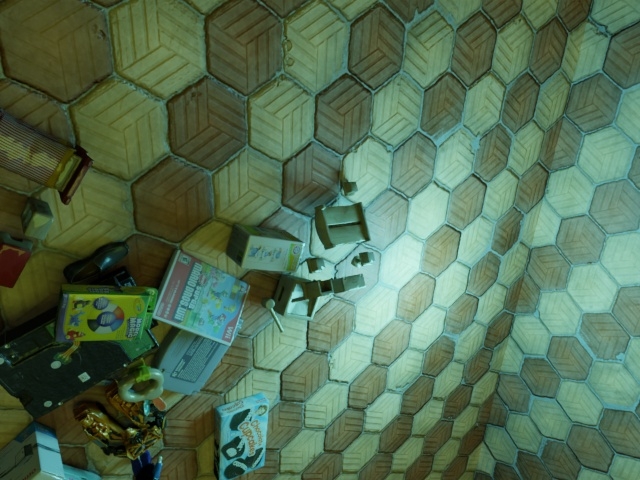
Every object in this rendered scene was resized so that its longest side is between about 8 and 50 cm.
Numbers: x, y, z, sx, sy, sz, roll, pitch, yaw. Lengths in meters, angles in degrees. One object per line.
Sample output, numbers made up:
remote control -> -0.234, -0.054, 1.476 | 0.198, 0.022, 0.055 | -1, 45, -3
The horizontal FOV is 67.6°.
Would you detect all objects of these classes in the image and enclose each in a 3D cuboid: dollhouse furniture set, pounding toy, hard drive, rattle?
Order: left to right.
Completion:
dollhouse furniture set -> -0.680, -0.078, 1.029 | 0.201, 0.152, 0.374 | 27, 95, -41
hard drive -> -0.617, 0.267, 1.202 | 0.339, 0.064, 0.236 | -30, 126, -17
rattle -> -0.530, 0.413, 1.412 | 0.130, 0.143, 0.199 | -46, 148, -20
pounding toy -> -0.120, 0.208, 1.596 | 0.206, 0.094, 0.181 | 17, 92, -39
dollhouse furniture set -> 0.000, 0.000, 1.536 | 0.303, 0.174, 0.355 | -7, 82, -47

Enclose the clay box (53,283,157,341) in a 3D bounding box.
clay box -> -0.509, 0.175, 1.153 | 0.222, 0.053, 0.127 | 6, 109, -35

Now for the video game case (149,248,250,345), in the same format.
video game case -> -0.348, 0.176, 1.419 | 0.285, 0.025, 0.204 | 34, 64, -41

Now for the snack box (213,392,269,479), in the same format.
snack box -> -0.293, 0.728, 1.759 | 0.187, 0.060, 0.321 | -9, 117, -32

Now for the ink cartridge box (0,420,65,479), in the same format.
ink cartridge box -> -0.775, 0.605, 1.270 | 0.139, 0.191, 0.082 | -44, 130, -10

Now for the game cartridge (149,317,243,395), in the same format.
game cartridge -> -0.397, 0.340, 1.502 | 0.198, 0.062, 0.297 | 33, 91, -37

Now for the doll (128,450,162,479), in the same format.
doll -> -0.543, 0.725, 1.495 | 0.129, 0.189, 0.046 | -45, 130, -9

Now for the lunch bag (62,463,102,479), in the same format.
lunch bag -> -0.789, 0.766, 1.393 | 0.224, 0.108, 0.279 | -50, 130, -5

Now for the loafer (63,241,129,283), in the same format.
loafer -> -0.572, 0.063, 1.235 | 0.170, 0.061, 0.062 | -34, 126, -18

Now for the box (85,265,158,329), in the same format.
box -> -0.552, 0.185, 1.297 | 0.147, 0.077, 0.180 | -30, 126, -19

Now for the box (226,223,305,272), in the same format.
box -> -0.167, 0.025, 1.469 | 0.203, 0.114, 0.103 | 8, 105, -38

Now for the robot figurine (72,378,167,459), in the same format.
robot figurine -> -0.594, 0.557, 1.446 | 0.211, 0.085, 0.291 | -37, 128, -14
